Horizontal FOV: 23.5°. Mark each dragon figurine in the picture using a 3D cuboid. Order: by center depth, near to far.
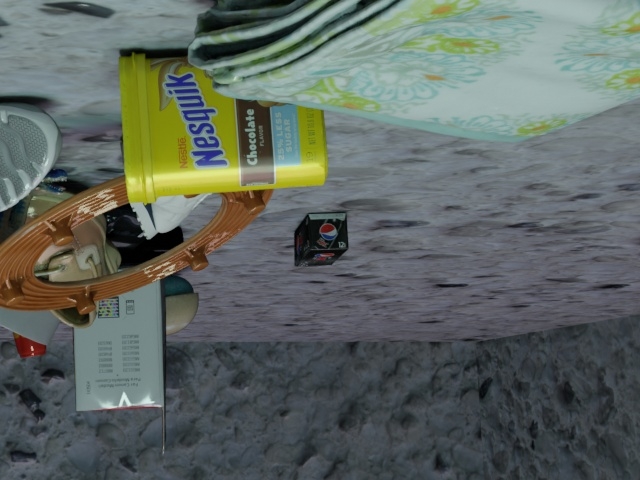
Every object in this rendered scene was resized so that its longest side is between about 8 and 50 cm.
[{"bbox_3d":[-0.400,-0.006,1.740,0.289,0.144,0.085,-15,156,32],"label":"dragon figurine"}]

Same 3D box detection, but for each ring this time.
[{"bbox_3d":[-0.203,0.005,1.665,0.337,0.032,0.336,-23,163,-7],"label":"ring"}]

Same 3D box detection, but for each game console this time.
[{"bbox_3d":[-0.281,-0.009,2.128,0.213,0.044,0.361,-2,172,-18],"label":"game console"}]

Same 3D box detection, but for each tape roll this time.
[{"bbox_3d":[-0.454,0.063,2.112,0.219,0.072,0.219,27,176,2],"label":"tape roll"}]

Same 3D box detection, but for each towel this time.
[{"bbox_3d":[0.132,-0.155,1.151,0.375,0.090,0.320,3,170,-34],"label":"towel"}]

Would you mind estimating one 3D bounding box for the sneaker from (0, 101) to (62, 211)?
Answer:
[{"bbox_3d":[-0.337,-0.085,1.537,0.281,0.105,0.115,-18,-163,46],"label":"sneaker"}]

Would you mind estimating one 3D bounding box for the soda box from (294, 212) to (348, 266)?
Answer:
[{"bbox_3d":[0.000,0.000,2.231,0.060,0.053,0.169,-2,172,-9],"label":"soda box"}]

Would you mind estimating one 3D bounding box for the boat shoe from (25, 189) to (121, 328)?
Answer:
[{"bbox_3d":[-0.327,0.022,1.921,0.122,0.110,0.341,8,161,13],"label":"boat shoe"}]

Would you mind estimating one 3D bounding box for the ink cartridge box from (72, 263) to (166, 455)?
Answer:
[{"bbox_3d":[-0.294,0.171,2.296,0.130,0.271,0.309,-2,179,-5],"label":"ink cartridge box"}]

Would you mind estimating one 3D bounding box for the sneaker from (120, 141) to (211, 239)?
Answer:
[{"bbox_3d":[-0.161,-0.059,1.714,0.095,0.090,0.235,-13,173,-2],"label":"sneaker"}]

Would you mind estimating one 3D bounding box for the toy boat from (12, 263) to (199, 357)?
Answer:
[{"bbox_3d":[-0.363,0.100,2.564,0.318,0.148,0.267,-8,178,-20],"label":"toy boat"}]

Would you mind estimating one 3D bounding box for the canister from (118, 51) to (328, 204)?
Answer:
[{"bbox_3d":[-0.083,-0.101,1.318,0.170,0.126,0.073,-4,169,-4],"label":"canister"}]
